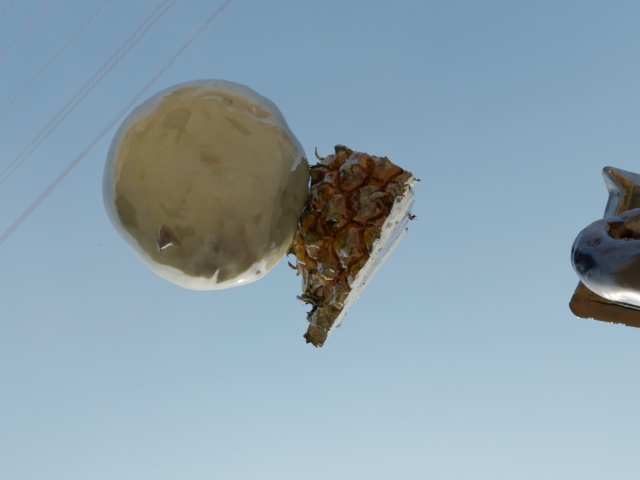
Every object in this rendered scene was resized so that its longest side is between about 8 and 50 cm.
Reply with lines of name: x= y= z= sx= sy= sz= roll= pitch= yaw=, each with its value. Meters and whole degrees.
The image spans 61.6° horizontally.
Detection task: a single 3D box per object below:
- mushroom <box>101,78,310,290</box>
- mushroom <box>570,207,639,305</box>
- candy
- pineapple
mushroom: x=-0.176 y=-0.064 z=0.833 sx=0.313 sy=0.336 sz=0.315 roll=6 pitch=-113 yaw=-14
mushroom: x=0.279 y=0.000 z=0.428 sx=0.170 sy=0.135 sz=0.080 roll=-40 pitch=-63 yaw=-35
candy: x=0.524 y=0.015 z=0.913 sx=0.143 sy=0.101 sz=0.272 roll=15 pitch=-96 yaw=15
pineapple: x=-0.002 y=0.003 z=0.876 sx=0.208 sy=0.344 sz=0.286 roll=35 pitch=-98 yaw=13
